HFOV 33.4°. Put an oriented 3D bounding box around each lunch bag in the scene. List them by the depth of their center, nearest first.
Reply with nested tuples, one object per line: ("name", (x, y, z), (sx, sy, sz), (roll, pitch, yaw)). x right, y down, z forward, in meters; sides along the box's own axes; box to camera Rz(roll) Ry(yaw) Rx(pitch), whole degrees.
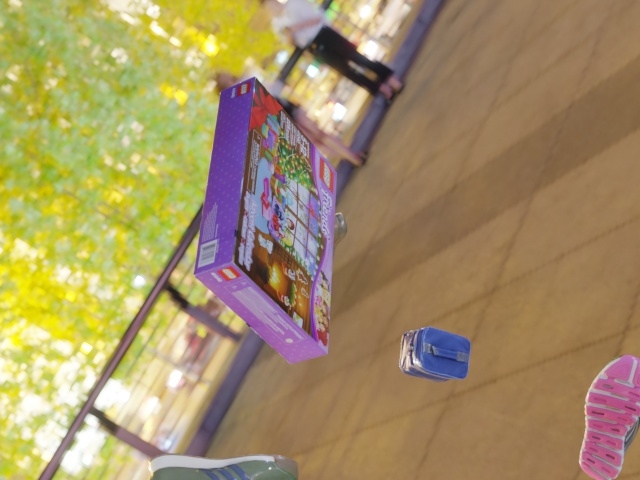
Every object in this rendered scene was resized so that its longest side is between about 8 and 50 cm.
("lunch bag", (0.162, 0.160, 1.516), (0.065, 0.098, 0.067), (-22, 57, 56))

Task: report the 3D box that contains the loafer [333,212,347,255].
("loafer", (0.000, 0.000, 1.825), (0.148, 0.050, 0.056), (118, 141, -52))

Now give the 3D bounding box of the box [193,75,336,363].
("box", (-0.057, -0.027, 1.285), (0.057, 0.201, 0.293), (-19, 47, 25))

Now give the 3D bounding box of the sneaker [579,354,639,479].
("sneaker", (0.336, 0.191, 1.220), (0.075, 0.063, 0.170), (-49, -32, -52))

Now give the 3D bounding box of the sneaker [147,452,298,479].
("sneaker", (-0.121, 0.319, 1.339), (0.064, 0.192, 0.086), (104, 166, -47))
